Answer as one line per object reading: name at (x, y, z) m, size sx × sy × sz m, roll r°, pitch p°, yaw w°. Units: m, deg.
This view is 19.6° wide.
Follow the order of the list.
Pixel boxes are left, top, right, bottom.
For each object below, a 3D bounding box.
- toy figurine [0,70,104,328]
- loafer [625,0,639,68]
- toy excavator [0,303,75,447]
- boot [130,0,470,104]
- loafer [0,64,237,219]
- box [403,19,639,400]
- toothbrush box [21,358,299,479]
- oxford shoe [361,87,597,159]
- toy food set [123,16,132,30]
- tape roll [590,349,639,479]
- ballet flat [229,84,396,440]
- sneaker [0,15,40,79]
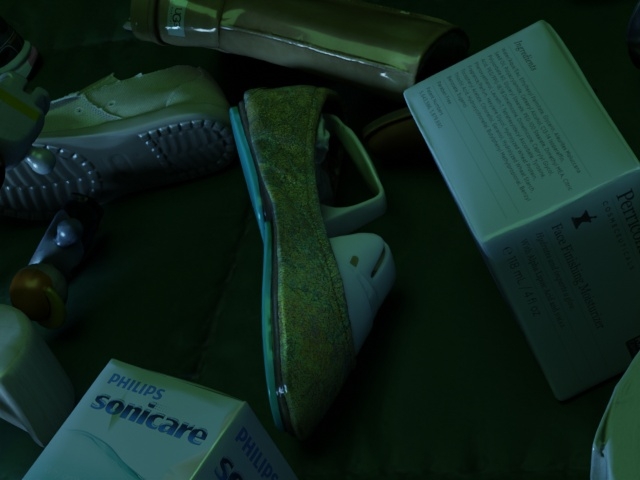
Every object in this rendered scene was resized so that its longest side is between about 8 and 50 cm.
toy figurine at (-0.305, -0.023, 1.544) m, size 0.209 × 0.213 × 0.148 m, roll -3°, pitch 37°, yaw 21°
loafer at (0.334, -0.209, 1.467) m, size 0.223 × 0.076 × 0.078 m, roll -39°, pitch 35°, yaw -15°
toy excavator at (-0.361, 0.260, 1.330) m, size 0.433 × 0.222 × 0.445 m, roll -29°, pitch 34°, yaw -1°
boot at (0.001, -0.186, 1.618) m, size 0.269 × 0.089 × 0.236 m, roll 14°, pitch 26°, yaw 20°
loafer at (-0.199, -0.090, 1.640) m, size 0.268 × 0.102 × 0.092 m, roll -8°, pitch 45°, yaw 10°
box at (0.164, -0.021, 1.305) m, size 0.119 × 0.181 × 0.182 m, roll -27°, pitch 42°, yaw 4°
toothbrush box at (-0.127, 0.260, 1.173) m, size 0.126 × 0.216 × 0.295 m, roll 13°, pitch 56°, yaw 36°
oxford shoe at (0.120, -0.075, 1.470) m, size 0.212 × 0.076 × 0.076 m, roll -3°, pitch 88°, yaw 40°
toy food set at (-0.107, -0.280, 1.807) m, size 0.132 × 0.038 × 0.192 m, roll 10°, pitch 56°, yaw 35°
tape roll at (0.351, 0.145, 1.037) m, size 0.392 × 0.072 × 0.392 m, roll -4°, pitch 37°, yaw 3°
ballet flat at (0.000, 0.000, 1.435) m, size 0.123 × 0.123 × 0.348 m, roll -21°, pitch 43°, yaw 10°
sneaker at (-0.364, -0.201, 1.845) m, size 0.178 × 0.077 × 0.072 m, roll -1°, pitch 48°, yaw 29°
